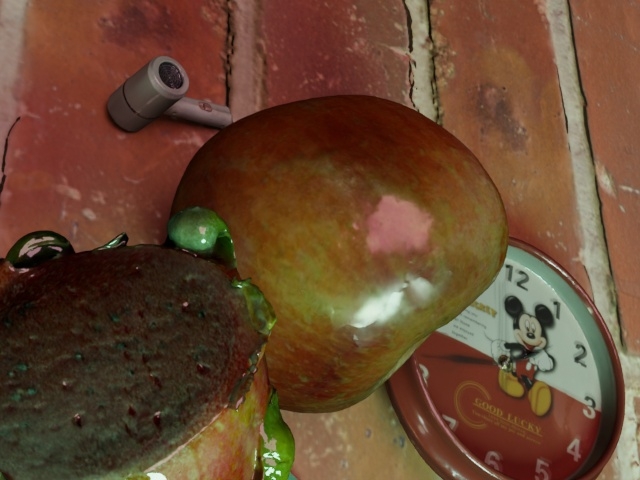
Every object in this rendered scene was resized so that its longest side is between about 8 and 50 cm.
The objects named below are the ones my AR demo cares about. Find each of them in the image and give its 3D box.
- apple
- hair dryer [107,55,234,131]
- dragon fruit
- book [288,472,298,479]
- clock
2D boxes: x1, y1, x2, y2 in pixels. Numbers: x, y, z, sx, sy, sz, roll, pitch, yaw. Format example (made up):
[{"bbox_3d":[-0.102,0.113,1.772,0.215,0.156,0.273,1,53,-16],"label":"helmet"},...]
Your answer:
[{"bbox_3d":[0.000,0.000,0.808,0.301,0.301,0.301,12,64,-26],"label":"apple"},{"bbox_3d":[-0.138,-0.140,0.917,0.137,0.082,0.047,10,64,-44],"label":"hair dryer"},{"bbox_3d":[-0.151,0.102,0.623,0.268,0.130,0.295,27,53,23],"label":"dragon fruit"},{"bbox_3d":[-0.041,0.272,0.786,0.017,0.103,0.135,0,61,17],"label":"book"},{"bbox_3d":[0.199,0.139,0.987,0.318,0.080,0.318,14,59,-23],"label":"clock"}]
